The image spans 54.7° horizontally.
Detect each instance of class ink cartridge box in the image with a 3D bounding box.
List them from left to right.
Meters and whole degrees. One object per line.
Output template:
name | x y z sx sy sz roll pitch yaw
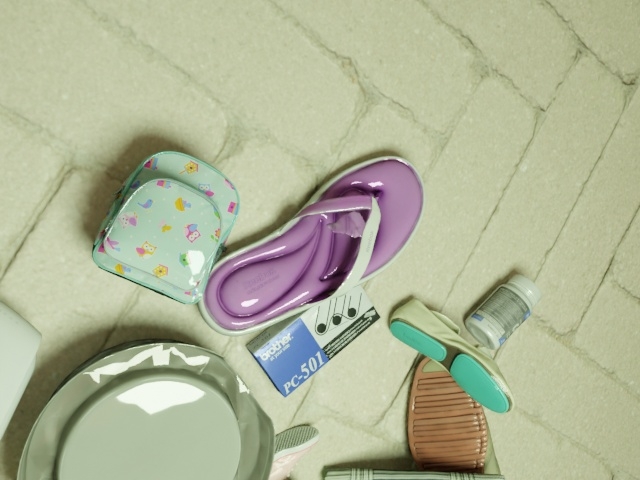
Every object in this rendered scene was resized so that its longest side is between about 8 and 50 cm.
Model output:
ink cartridge box | -0.009 0.148 1.005 0.207 0.046 0.097 -37 111 -15

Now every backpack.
backpack | -0.199 -0.025 0.832 0.166 0.144 0.188 26 78 -13

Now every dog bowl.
dog bowl | -0.243 0.301 0.888 0.348 0.102 0.349 -4 101 -24

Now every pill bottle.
pill bottle | 0.342 0.131 1.151 0.137 0.078 0.078 -41 113 -13

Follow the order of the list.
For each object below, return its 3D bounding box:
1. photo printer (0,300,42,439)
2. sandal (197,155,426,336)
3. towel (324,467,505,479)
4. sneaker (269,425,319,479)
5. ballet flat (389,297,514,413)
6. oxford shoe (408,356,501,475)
photo printer | -0.476 0.173 0.683 0.256 0.107 0.307 32 46 -23
sandal | 0.009 0.013 0.938 0.416 0.102 0.169 -36 92 -15
towel | 0.157 0.548 1.063 0.312 0.056 0.324 0 101 7
sneaker | -0.058 0.361 1.016 0.134 0.051 0.070 -22 114 -21
ballet flat | 0.234 0.186 1.053 0.248 0.086 0.086 38 79 16
oxford shoe | 0.257 0.390 1.147 0.146 0.140 0.397 -17 99 -64
